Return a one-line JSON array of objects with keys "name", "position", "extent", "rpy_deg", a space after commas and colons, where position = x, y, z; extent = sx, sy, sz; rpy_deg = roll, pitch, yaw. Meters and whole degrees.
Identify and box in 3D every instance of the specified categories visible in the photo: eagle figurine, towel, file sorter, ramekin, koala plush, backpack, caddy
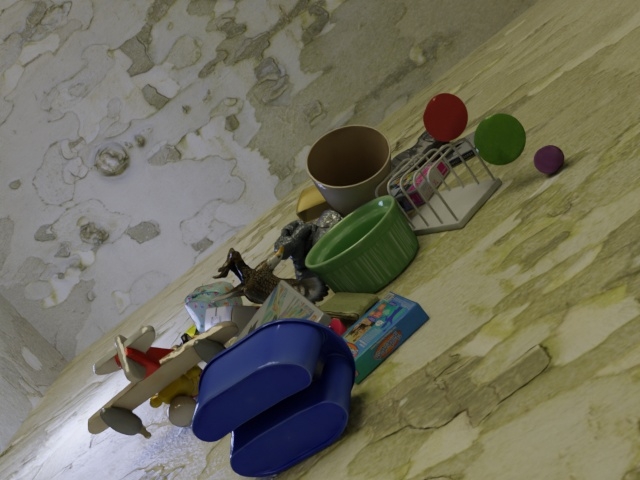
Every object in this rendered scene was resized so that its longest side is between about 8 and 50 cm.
[{"name": "eagle figurine", "position": [-0.143, 0.123, 1.897], "extent": [0.225, 0.298, 0.226], "rpy_deg": [-49, 11, 36]}, {"name": "towel", "position": [0.065, 0.166, 1.671], "extent": [0.148, 0.027, 0.110], "rpy_deg": [-3, 24, 40]}, {"name": "file sorter", "position": [0.311, -0.145, 1.821], "extent": [0.193, 0.173, 0.278], "rpy_deg": [-44, 14, -23]}, {"name": "ramekin", "position": [0.120, 0.027, 1.805], "extent": [0.303, 0.148, 0.303], "rpy_deg": [-36, 14, 10]}, {"name": "koala plush", "position": [0.000, 0.000, 2.088], "extent": [0.221, 0.196, 0.203], "rpy_deg": [-21, 32, 26]}, {"name": "backpack", "position": [-0.382, 0.240, 2.386], "extent": [0.188, 0.166, 0.144], "rpy_deg": [-19, 14, 21]}, {"name": "caddy", "position": [-0.090, 0.300, 1.295], "extent": [0.341, 0.241, 0.179], "rpy_deg": [-34, 21, 18]}]

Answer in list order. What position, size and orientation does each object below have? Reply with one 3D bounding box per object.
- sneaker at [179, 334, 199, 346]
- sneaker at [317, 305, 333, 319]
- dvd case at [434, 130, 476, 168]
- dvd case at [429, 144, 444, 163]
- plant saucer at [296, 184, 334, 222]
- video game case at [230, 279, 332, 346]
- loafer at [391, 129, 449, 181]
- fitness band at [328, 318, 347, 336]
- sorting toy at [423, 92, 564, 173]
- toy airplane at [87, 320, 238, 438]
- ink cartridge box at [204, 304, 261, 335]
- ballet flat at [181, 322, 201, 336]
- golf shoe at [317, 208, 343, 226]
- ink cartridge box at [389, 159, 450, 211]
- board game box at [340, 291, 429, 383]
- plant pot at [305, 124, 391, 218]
[{"name": "sneaker", "position": [-0.420, 0.370, 2.249], "extent": [0.215, 0.084, 0.083], "rpy_deg": [-32, 20, 23]}, {"name": "sneaker", "position": [-0.008, 0.199, 1.770], "extent": [0.071, 0.068, 0.170], "rpy_deg": [-31, 13, -22]}, {"name": "dvd case", "position": [0.484, -0.309, 2.201], "extent": [0.239, 0.029, 0.179], "rpy_deg": [-27, 18, 40]}, {"name": "dvd case", "position": [0.386, -0.276, 2.290], "extent": [0.119, 0.013, 0.087], "rpy_deg": [-54, 1, -3]}, {"name": "plant saucer", "position": [0.065, -0.172, 2.358], "extent": [0.333, 0.081, 0.333], "rpy_deg": [-22, -5, 1]}, {"name": "video game case", "position": [-0.127, 0.260, 1.627], "extent": [0.300, 0.036, 0.329], "rpy_deg": [-53, 22, -4]}, {"name": "loafer", "position": [0.357, -0.295, 2.411], "extent": [0.302, 0.095, 0.109], "rpy_deg": [-43, 44, 0]}, {"name": "fitness band", "position": [-0.046, 0.284, 1.632], "extent": [0.291, 0.054, 0.209], "rpy_deg": [-21, 20, 50]}, {"name": "sorting toy", "position": [0.446, -0.271, 1.671], "extent": [0.126, 0.365, 0.127], "rpy_deg": [-25, -42, -57]}, {"name": "toy airplane", "position": [-0.427, 0.386, 1.812], "extent": [0.384, 0.272, 0.386], "rpy_deg": [-17, -26, -39]}, {"name": "ink cartridge box", "position": [-0.239, 0.246, 1.992], "extent": [0.218, 0.158, 0.092], "rpy_deg": [-12, 74, 60]}, {"name": "ballet flat", "position": [-0.437, 0.316, 2.514], "extent": [0.077, 0.077, 0.231], "rpy_deg": [-1, 38, 35]}, {"name": "golf shoe", "position": [0.038, -0.032, 2.300], "extent": [0.140, 0.115, 0.306], "rpy_deg": [-46, 14, -13]}, {"name": "ink cartridge box", "position": [0.268, -0.154, 2.203], "extent": [0.311, 0.065, 0.186], "rpy_deg": [-25, 19, 49]}, {"name": "board game box", "position": [0.118, 0.208, 1.445], "extent": [0.210, 0.047, 0.160], "rpy_deg": [-40, 14, -9]}, {"name": "plant pot", "position": [0.112, -0.169, 2.038], "extent": [0.256, 0.274, 0.256], "rpy_deg": [-9, 50, 11]}]
